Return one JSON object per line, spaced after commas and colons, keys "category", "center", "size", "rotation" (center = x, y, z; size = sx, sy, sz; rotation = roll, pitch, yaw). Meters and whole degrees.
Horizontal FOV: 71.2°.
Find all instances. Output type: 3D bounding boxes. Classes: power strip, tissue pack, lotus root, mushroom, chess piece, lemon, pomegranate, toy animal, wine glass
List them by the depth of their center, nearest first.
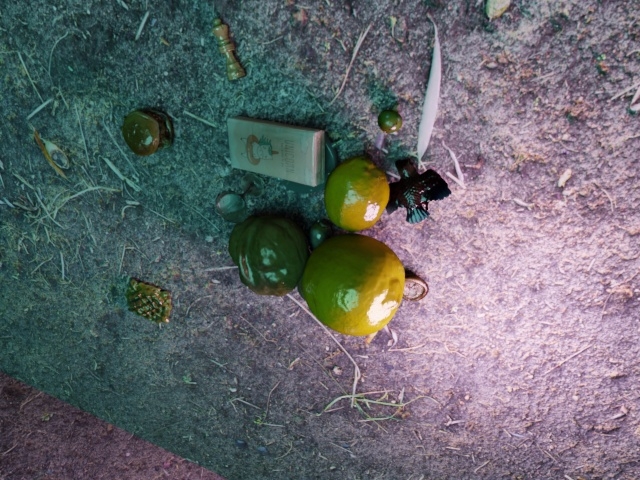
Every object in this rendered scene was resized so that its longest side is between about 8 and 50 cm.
{"category": "pomegranate", "center": [0.200, -0.355, 1.295], "size": [0.073, 0.073, 0.085], "rotation": [-6, 83, 20]}
{"category": "chess piece", "center": [-0.276, -0.563, 1.317], "size": [0.060, 0.060, 0.172], "rotation": [-8, 115, 22]}
{"category": "toy animal", "center": [0.278, -0.155, 1.360], "size": [0.218, 0.116, 0.180], "rotation": [-14, 117, 31]}
{"category": "lemon", "center": [0.109, -0.140, 1.370], "size": [0.204, 0.204, 0.260], "rotation": [15, 126, 8]}
{"category": "tissue pack", "center": [-0.141, -0.281, 1.387], "size": [0.325, 0.071, 0.170], "rotation": [17, 121, 26]}
{"category": "power strip", "center": [-0.024, -0.249, 1.433], "size": [0.167, 0.054, 0.253], "rotation": [37, 125, -9]}
{"category": "lemon", "center": [0.102, 0.137, 1.433], "size": [0.347, 0.348, 0.348], "rotation": [8, 123, 12]}
{"category": "wine glass", "center": [-0.258, -0.147, 1.490], "size": [0.122, 0.183, 0.122], "rotation": [9, 122, 15]}
{"category": "lotus root", "center": [-0.003, 0.000, 1.563], "size": [0.088, 0.088, 0.165], "rotation": [12, 131, 10]}
{"category": "mushroom", "center": [0.322, 0.163, 1.581], "size": [0.123, 0.052, 0.123], "rotation": [11, 132, 13]}

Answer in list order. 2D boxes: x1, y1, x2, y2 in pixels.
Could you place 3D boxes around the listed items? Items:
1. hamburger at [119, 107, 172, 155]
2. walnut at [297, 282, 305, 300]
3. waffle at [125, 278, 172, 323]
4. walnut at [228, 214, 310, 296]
{"category": "hamburger", "center": [-0.593, -0.362, 1.492], "size": [0.184, 0.131, 0.159], "rotation": [10, 120, 16]}
{"category": "walnut", "center": [-0.007, 0.177, 1.646], "size": [0.162, 0.140, 0.140], "rotation": [43, 124, 0]}
{"category": "waffle", "center": [-0.770, 0.281, 1.993], "size": [0.223, 0.054, 0.204], "rotation": [19, 125, 4]}
{"category": "walnut", "center": [-0.174, 0.047, 1.545], "size": [0.253, 0.282, 0.277], "rotation": [-22, 111, -15]}
